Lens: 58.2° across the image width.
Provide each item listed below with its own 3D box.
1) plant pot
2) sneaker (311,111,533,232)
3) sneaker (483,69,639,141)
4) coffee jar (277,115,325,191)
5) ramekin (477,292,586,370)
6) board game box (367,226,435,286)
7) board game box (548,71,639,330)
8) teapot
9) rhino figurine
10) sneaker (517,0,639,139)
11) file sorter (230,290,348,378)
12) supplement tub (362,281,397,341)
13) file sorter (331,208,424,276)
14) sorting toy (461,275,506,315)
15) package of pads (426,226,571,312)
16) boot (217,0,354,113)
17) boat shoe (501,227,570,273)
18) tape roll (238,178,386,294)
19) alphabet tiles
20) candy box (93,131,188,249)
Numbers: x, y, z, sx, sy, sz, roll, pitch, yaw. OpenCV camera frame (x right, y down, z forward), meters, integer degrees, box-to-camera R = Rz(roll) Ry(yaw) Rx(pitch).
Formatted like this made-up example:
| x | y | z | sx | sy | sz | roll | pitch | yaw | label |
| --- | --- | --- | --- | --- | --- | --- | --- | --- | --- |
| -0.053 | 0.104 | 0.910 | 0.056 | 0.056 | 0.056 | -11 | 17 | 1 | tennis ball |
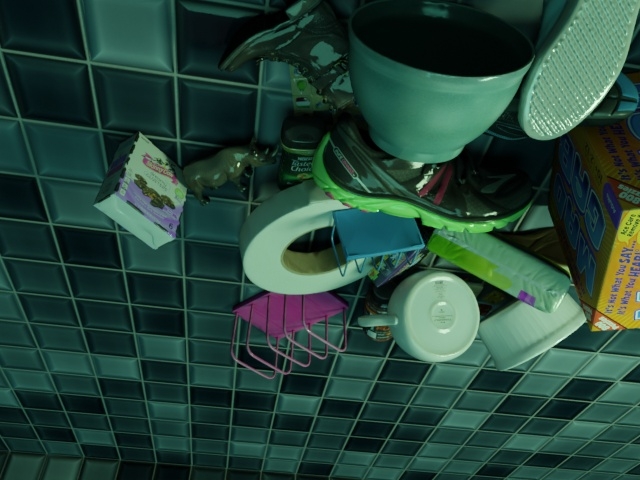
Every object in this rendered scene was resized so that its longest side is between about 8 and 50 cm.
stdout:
| x | y | z | sx | sy | sz | roll | pitch | yaw | label |
| --- | --- | --- | --- | --- | --- | --- | --- | --- | --- |
| 0.180 | -0.255 | 0.965 | 0.294 | 0.293 | 0.196 | 4 | 132 | -3 | plant pot |
| 0.230 | -0.145 | 1.161 | 0.484 | 0.185 | 0.202 | 7 | 119 | -16 | sneaker |
| 0.399 | -0.253 | 1.066 | 0.341 | 0.125 | 0.139 | 14 | 157 | 33 | sneaker |
| -0.041 | -0.181 | 1.222 | 0.096 | 0.079 | 0.184 | 0 | 145 | -7 | coffee jar |
| 0.552 | 0.217 | 1.536 | 0.277 | 0.135 | 0.277 | -32 | 169 | -7 | ramekin |
| 0.216 | 0.038 | 1.431 | 0.141 | 0.048 | 0.170 | -17 | 155 | -50 | board game box |
| 0.680 | -0.083 | 1.109 | 0.357 | 0.356 | 0.356 | -7 | 138 | 9 | board game box |
| 0.268 | 0.197 | 1.500 | 0.256 | 0.252 | 0.187 | 42 | 161 | -10 | teapot |
| -0.196 | -0.162 | 1.269 | 0.244 | 0.073 | 0.106 | -20 | 137 | 21 | rhino figurine |
| 0.409 | -0.345 | 0.919 | 0.135 | 0.150 | 0.365 | 16 | 113 | -9 | sneaker |
| -0.092 | 0.260 | 1.662 | 0.291 | 0.182 | 0.202 | -28 | 131 | 30 | file sorter |
| 0.176 | 0.196 | 1.637 | 0.106 | 0.106 | 0.197 | 1 | 139 | 1 | supplement tub |
| 0.117 | 0.001 | 1.253 | 0.171 | 0.118 | 0.104 | -9 | 150 | -11 | file sorter |
| 0.374 | 0.144 | 1.615 | 0.275 | 0.046 | 0.132 | 9 | 138 | -8 | sorting toy |
| 0.408 | 0.046 | 1.294 | 0.297 | 0.229 | 0.101 | 31 | 101 | 20 | package of pads |
| -0.031 | -0.320 | 1.061 | 0.263 | 0.091 | 0.229 | -25 | 129 | 25 | boot |
| 0.562 | 0.045 | 1.452 | 0.342 | 0.121 | 0.110 | 0 | 146 | 13 | boat shoe |
| 0.000 | 0.000 | 1.370 | 0.393 | 0.071 | 0.392 | -11 | 146 | -7 | tape roll |
| 0.063 | -0.284 | 1.168 | 0.238 | 0.009 | 0.198 | -1 | 138 | 3 | alphabet tiles |
| -0.376 | -0.109 | 1.241 | 0.070 | 0.196 | 0.165 | -24 | 133 | 27 | candy box |
